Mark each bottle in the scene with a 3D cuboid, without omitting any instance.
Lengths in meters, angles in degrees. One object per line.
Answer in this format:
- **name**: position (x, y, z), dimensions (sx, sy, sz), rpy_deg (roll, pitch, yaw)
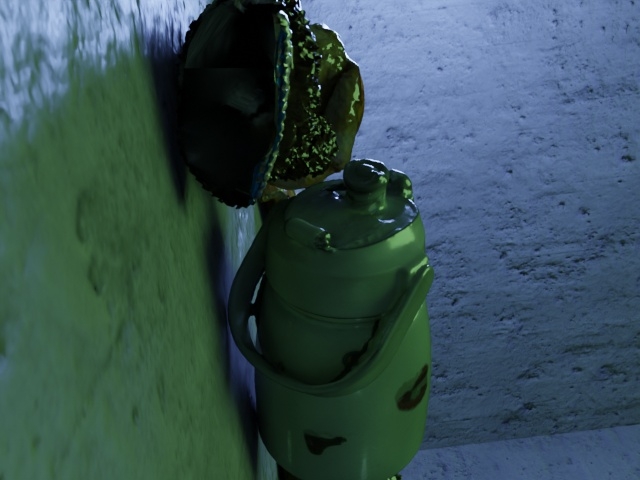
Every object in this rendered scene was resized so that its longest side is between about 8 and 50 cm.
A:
- **bottle**: position (0.022, 0.090, 0.792), dimensions (0.229, 0.229, 0.351), rpy_deg (-95, -175, -53)

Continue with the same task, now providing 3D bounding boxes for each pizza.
- **pizza**: position (-0.075, -0.075, 1.307), dimensions (0.271, 0.056, 0.134), rpy_deg (-96, 177, -76)

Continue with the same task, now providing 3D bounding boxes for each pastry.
- **pastry**: position (-0.042, -0.176, 0.902), dimensions (0.229, 0.100, 0.218), rpy_deg (55, -40, 32)

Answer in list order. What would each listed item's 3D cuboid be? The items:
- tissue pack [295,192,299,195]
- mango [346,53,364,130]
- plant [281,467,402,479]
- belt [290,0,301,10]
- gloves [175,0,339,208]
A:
- **tissue pack**: position (0.000, 0.000, 1.789), dimensions (0.125, 0.159, 0.234), rpy_deg (-95, 177, -58)
- **mango**: position (-0.017, -0.292, 1.598), dimensions (0.378, 0.221, 0.264), rpy_deg (-79, 167, -57)
- **plant**: position (-0.021, 0.387, 1.138), dimensions (0.333, 0.180, 0.251), rpy_deg (-47, -131, 48)
- **belt**: position (-0.093, -0.442, 1.277), dimensions (0.324, 0.115, 0.227), rpy_deg (-95, 178, -67)
- **gloves**: position (-0.061, -0.140, 0.705), dimensions (0.312, 0.135, 0.210), rpy_deg (-101, 177, -68)
